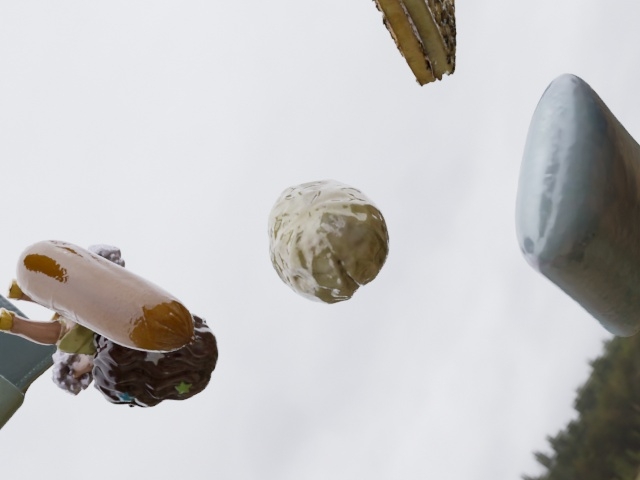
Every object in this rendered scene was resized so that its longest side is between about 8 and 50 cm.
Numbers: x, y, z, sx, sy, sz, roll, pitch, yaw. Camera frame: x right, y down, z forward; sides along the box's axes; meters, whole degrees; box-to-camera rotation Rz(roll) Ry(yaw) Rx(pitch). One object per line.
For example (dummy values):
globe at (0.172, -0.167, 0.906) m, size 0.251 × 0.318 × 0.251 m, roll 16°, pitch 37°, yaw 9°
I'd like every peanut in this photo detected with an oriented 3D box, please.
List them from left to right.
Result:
peanut at (0.000, 0.000, 0.774) m, size 0.080 × 0.080 × 0.174 m, roll -55°, pitch 3°, yaw -6°

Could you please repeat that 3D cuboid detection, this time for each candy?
candy at (0.188, -0.020, 0.825) m, size 0.174 × 0.071 × 0.138 m, roll 33°, pitch -116°, yaw -51°

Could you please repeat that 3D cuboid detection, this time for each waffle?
waffle at (0.079, -0.212, 1.023) m, size 0.148 × 0.042 × 0.102 m, roll 53°, pitch -147°, yaw -53°

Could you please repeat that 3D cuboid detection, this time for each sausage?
sausage at (-0.175, 0.042, 0.946) m, size 0.062 × 0.183 × 0.054 m, roll -49°, pitch -34°, yaw -27°

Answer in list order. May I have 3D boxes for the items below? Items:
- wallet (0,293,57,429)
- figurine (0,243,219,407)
wallet at (-0.566, 0.197, 1.791) m, size 0.083 × 0.252 × 0.360 m, roll -54°, pitch -2°, yaw 41°
figurine at (-0.228, 0.102, 1.312) m, size 0.116 × 0.240 × 0.175 m, roll -139°, pitch 69°, yaw -81°
